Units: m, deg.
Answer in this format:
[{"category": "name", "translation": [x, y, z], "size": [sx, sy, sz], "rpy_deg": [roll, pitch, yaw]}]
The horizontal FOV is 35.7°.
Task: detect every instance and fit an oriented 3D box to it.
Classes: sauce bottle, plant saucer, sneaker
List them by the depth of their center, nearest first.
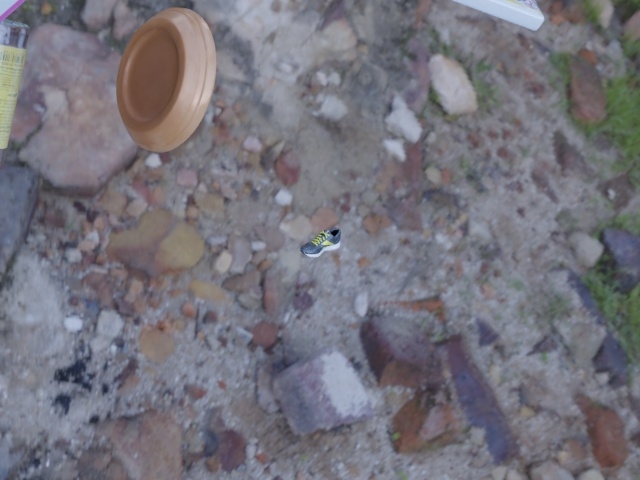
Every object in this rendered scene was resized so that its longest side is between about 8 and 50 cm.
[{"category": "plant saucer", "translation": [-0.218, -0.220, 1.348], "size": [0.037, 0.200, 0.199], "rpy_deg": [9, 56, -46]}, {"category": "sauce bottle", "translation": [-0.516, -0.161, 1.469], "size": [0.112, 0.111, 0.344], "rpy_deg": [12, 98, -12]}, {"category": "sneaker", "translation": [0.000, 0.000, 1.565], "size": [0.031, 0.035, 0.083], "rpy_deg": [34, 37, 30]}]

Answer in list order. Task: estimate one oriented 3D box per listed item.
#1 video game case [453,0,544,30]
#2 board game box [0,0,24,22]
[{"category": "video game case", "translation": [0.169, -0.373, 1.301], "size": [0.227, 0.026, 0.206], "rpy_deg": [13, 42, -26]}, {"category": "board game box", "translation": [-0.557, -0.283, 1.278], "size": [0.304, 0.097, 0.224], "rpy_deg": [6, 46, 35]}]
